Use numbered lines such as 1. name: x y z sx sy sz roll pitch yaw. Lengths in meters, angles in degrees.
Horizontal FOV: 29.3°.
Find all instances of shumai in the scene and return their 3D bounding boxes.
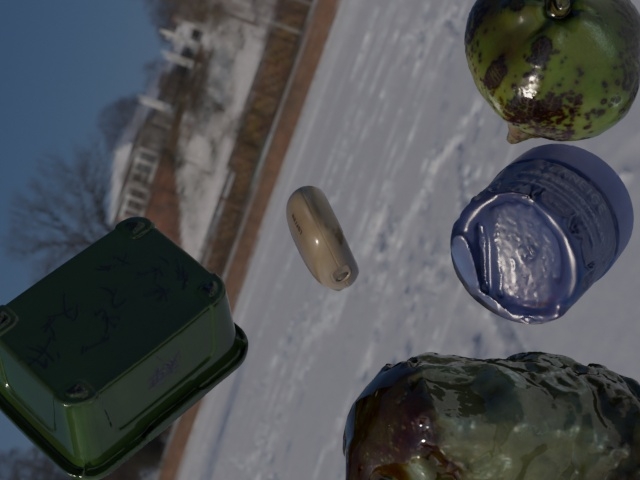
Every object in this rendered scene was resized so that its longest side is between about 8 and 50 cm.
1. shumai: 0.190 0.268 1.419 0.324 0.323 0.397 -69 22 2

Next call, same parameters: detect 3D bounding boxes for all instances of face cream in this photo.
1. face cream: 0.369 -0.010 2.040 0.225 0.249 0.249 -40 -20 -47

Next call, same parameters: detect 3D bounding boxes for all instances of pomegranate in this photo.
1. pomegranate: 0.266 -0.210 1.508 0.276 0.204 0.222 -43 53 49

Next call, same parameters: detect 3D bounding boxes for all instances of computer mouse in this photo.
1. computer mouse: 0.000 0.000 2.033 0.145 0.082 0.236 63 179 22

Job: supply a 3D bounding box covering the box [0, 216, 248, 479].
1. box: -0.285 0.131 1.683 0.328 0.253 0.178 -38 -31 -30
